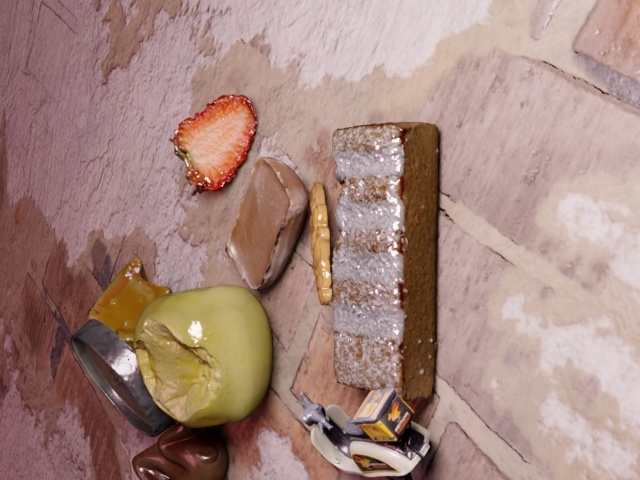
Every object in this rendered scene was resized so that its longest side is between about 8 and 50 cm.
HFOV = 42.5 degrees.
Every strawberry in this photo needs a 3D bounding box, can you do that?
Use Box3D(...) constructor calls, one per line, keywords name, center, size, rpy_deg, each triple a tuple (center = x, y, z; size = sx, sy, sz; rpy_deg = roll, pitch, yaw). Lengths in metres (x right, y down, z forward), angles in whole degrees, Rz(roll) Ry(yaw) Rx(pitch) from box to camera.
Box3D(name="strawberry", center=(-0.194, -0.195, 1.666), size=(0.208, 0.087, 0.167), rpy_deg=(-26, 87, 20))

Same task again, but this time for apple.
Box3D(name="apple", center=(-0.212, 0.203, 1.524), size=(0.279, 0.279, 0.279), rpy_deg=(-3, 86, 50))

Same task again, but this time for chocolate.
Box3D(name="chocolate", center=(-0.085, -0.030, 1.510), size=(0.161, 0.083, 0.261), rpy_deg=(60, 140, 34))

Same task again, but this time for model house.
Box3D(name="model house", center=(-0.375, 0.218, 1.812), size=(0.239, 0.173, 0.268), rpy_deg=(28, 141, 34))

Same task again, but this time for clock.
Box3D(name="clock", center=(-0.405, 0.286, 1.683), size=(0.280, 0.055, 0.280), rpy_deg=(36, 150, 26))

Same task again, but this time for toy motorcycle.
Box3D(name="toy motorcycle", center=(0.062, 0.302, 1.269), size=(0.157, 0.091, 0.263), rpy_deg=(49, 146, -15))

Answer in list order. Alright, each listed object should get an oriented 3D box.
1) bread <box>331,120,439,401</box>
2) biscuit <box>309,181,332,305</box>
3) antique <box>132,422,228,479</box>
Box3D(name="bread", center=(0.096, 0.028, 1.267), size=(0.165, 0.113, 0.416), rpy_deg=(-1, 88, 52))
Box3D(name="biscuit", center=(0.000, 0.000, 1.390), size=(0.162, 0.035, 0.250), rpy_deg=(97, 172, -54))
Box3D(name="antique", center=(-0.284, 0.468, 1.702), size=(0.257, 0.121, 0.143), rpy_deg=(-39, 68, 34))
